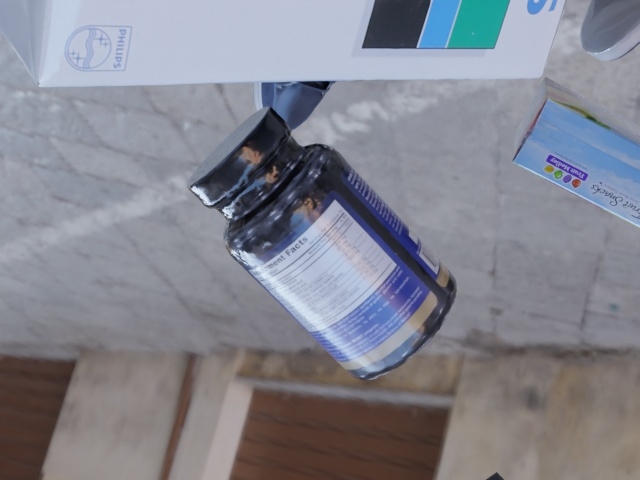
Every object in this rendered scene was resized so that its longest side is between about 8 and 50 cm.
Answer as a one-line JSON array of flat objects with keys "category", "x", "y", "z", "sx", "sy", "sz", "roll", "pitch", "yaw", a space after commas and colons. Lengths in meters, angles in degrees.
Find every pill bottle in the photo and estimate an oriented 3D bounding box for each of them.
[{"category": "pill bottle", "x": 0.000, "y": 0.000, "z": 0.927, "sx": 0.219, "sy": 0.123, "sz": 0.123, "roll": 46, "pitch": 156, "yaw": -13}]

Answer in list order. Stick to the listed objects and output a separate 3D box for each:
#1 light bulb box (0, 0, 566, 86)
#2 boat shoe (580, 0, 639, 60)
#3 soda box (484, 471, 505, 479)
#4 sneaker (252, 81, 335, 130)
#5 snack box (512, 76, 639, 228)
[{"category": "light bulb box", "x": -0.055, "y": -0.277, "z": 0.756, "sx": 0.361, "sy": 0.225, "sz": 0.358, "roll": -5, "pitch": -145, "yaw": -30}, {"category": "boat shoe", "x": 0.377, "y": -0.284, "z": 1.148, "sx": 0.088, "sy": 0.267, "sz": 0.096, "roll": 28, "pitch": -166, "yaw": -33}, {"category": "soda box", "x": 0.243, "y": 0.358, "z": 1.361, "sx": 0.169, "sy": 0.060, "sz": 0.053, "roll": 43, "pitch": 161, "yaw": 51}, {"category": "sneaker", "x": 0.018, "y": -0.182, "z": 1.109, "sx": 0.086, "sy": 0.226, "sz": 0.163, "roll": 7, "pitch": -152, "yaw": -35}, {"category": "snack box", "x": 0.268, "y": -0.075, "z": 1.038, "sx": 0.174, "sy": 0.070, "sz": 0.207, "roll": 28, "pitch": -162, "yaw": 4}]
